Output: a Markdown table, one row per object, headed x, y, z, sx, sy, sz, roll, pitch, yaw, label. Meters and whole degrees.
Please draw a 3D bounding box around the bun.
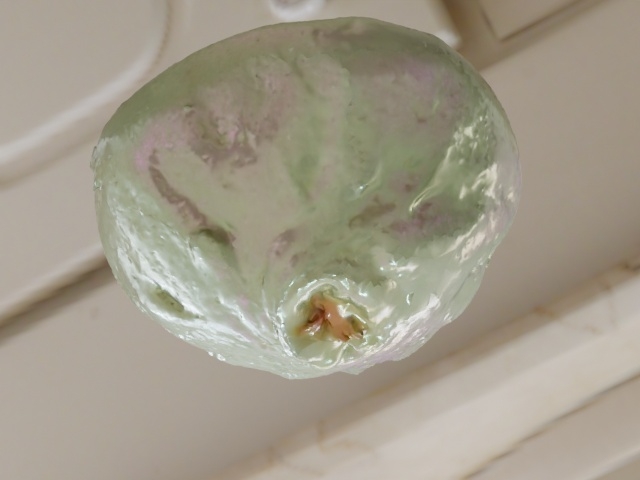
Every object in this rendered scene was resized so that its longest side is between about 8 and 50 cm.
| x | y | z | sx | sy | sz | roll | pitch | yaw | label |
| --- | --- | --- | --- | --- | --- | --- | --- | --- | --- |
| 0.000 | 0.000 | 1.135 | 0.293 | 0.187 | 0.293 | -8 | 146 | -5 | bun |
